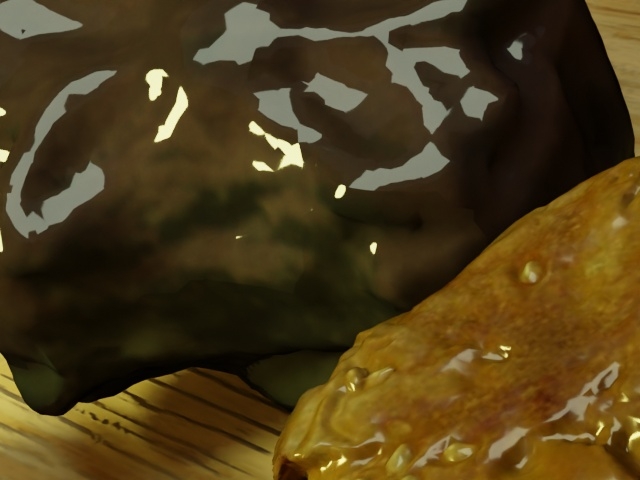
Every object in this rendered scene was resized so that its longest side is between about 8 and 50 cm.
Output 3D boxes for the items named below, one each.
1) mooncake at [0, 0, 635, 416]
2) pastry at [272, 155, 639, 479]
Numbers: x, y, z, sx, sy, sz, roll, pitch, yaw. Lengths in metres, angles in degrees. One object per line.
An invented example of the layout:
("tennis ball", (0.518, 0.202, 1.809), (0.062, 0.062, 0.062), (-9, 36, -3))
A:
("mooncake", (-0.025, -0.069, 1.097), (0.381, 0.212, 0.351), (-12, 52, 12))
("pastry", (0.138, 0.101, 0.868), (0.311, 0.162, 0.255), (-31, 40, -3))
